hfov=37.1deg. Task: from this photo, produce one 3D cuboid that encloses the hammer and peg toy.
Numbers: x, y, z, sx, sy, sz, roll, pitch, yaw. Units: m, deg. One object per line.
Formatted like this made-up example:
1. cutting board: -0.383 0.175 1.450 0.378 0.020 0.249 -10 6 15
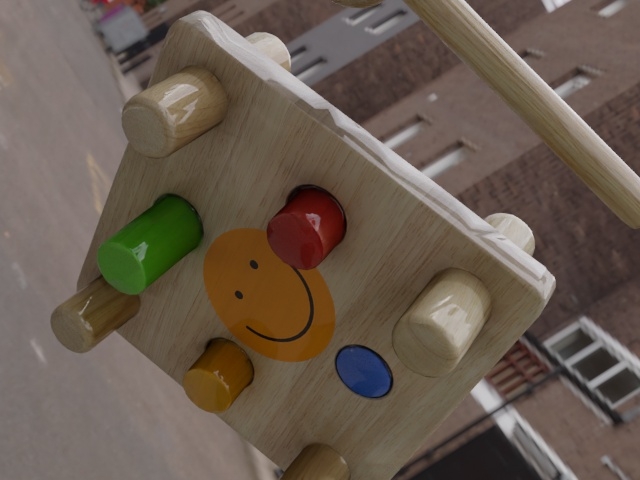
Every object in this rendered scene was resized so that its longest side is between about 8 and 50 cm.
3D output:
1. hammer and peg toy: 0.000 0.000 0.546 0.266 0.127 0.361 39 -49 7
